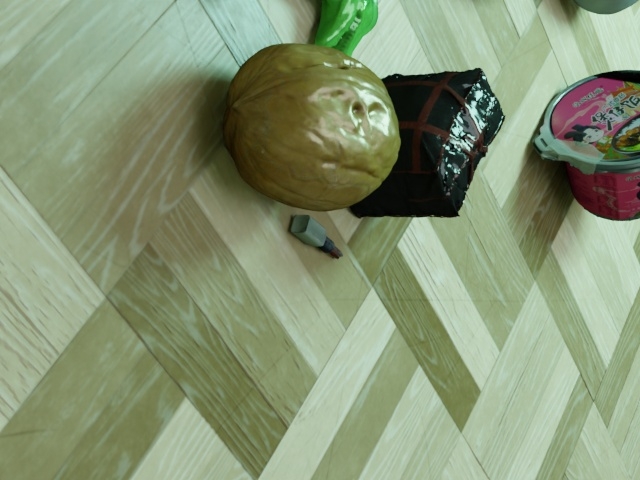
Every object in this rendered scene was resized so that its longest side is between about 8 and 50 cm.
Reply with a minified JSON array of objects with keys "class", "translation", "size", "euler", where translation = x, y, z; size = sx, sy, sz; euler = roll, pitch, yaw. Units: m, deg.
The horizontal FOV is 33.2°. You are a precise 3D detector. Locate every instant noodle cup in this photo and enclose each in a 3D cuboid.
[{"class":"instant noodle cup","translation":[0.529,-0.153,1.886],"size":[0.258,0.303,0.181],"euler":[-96,170,-46]}]

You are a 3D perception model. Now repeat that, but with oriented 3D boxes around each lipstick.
[{"class":"lipstick","translation":[0.000,0.000,1.393],"size":[0.107,0.025,0.025],"euler":[40,60,-51]}]

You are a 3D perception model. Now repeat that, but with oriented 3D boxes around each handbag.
[{"class":"handbag","translation":[0.140,-0.129,1.447],"size":[0.155,0.169,0.215],"euler":[53,51,-37]}]

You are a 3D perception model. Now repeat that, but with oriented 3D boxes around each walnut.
[{"class":"walnut","translation":[-0.014,-0.132,1.257],"size":[0.222,0.195,0.195],"euler":[9,83,-43]}]

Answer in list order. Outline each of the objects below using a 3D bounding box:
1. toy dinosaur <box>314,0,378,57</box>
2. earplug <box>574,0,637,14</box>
[{"class":"toy dinosaur","translation":[0.029,-0.519,1.342],"size":[0.374,0.144,0.499],"euler":[39,66,-49]},{"class":"earplug","translation":[0.483,-0.558,1.881],"size":[0.214,0.175,0.325],"euler":[-33,106,-34]}]
